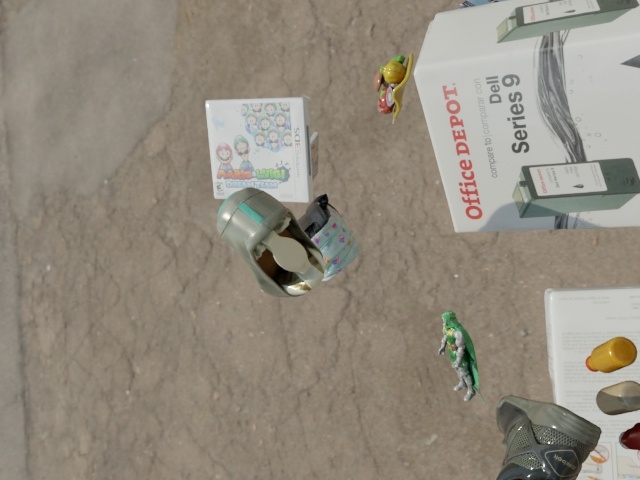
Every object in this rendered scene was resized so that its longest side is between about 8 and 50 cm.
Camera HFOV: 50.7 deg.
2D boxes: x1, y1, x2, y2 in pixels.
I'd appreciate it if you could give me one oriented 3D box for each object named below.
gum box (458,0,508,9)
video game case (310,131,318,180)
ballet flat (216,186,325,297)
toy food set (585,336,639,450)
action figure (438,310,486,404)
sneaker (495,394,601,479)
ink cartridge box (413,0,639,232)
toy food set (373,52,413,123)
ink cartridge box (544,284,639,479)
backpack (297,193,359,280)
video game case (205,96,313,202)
[{"bbox_3d":[0.444,-0.554,1.662,0.157,0.184,0.041,38,139,13],"label":"gum box"},{"bbox_3d":[-0.026,-0.166,1.480,0.011,0.087,0.122,19,142,14],"label":"video game case"},{"bbox_3d":[-0.032,0.021,0.653,0.068,0.213,0.072,33,81,28],"label":"ballet flat"},{"bbox_3d":[0.458,0.235,0.899,0.232,0.104,0.111,31,74,11],"label":"toy food set"},{"bbox_3d":[0.318,0.260,1.565,0.137,0.064,0.232,39,149,63],"label":"action figure"},{"bbox_3d":[0.255,0.268,0.844,0.087,0.227,0.130,32,80,0],"label":"sneaker"},{"bbox_3d":[0.257,-0.121,0.648,0.289,0.211,0.121,-3,41,25],"label":"ink cartridge box"},{"bbox_3d":[0.151,-0.338,1.484,0.071,0.218,0.128,13,85,1],"label":"toy food set"},{"bbox_3d":[0.538,0.263,1.093,0.309,0.091,0.384,-3,88,12],"label":"ink cartridge box"},{"bbox_3d":[0.000,0.000,1.281,0.152,0.115,0.182,-50,13,2],"label":"backpack"},{"bbox_3d":[-0.086,-0.126,0.944,0.157,0.019,0.143,4,107,25],"label":"video game case"}]
